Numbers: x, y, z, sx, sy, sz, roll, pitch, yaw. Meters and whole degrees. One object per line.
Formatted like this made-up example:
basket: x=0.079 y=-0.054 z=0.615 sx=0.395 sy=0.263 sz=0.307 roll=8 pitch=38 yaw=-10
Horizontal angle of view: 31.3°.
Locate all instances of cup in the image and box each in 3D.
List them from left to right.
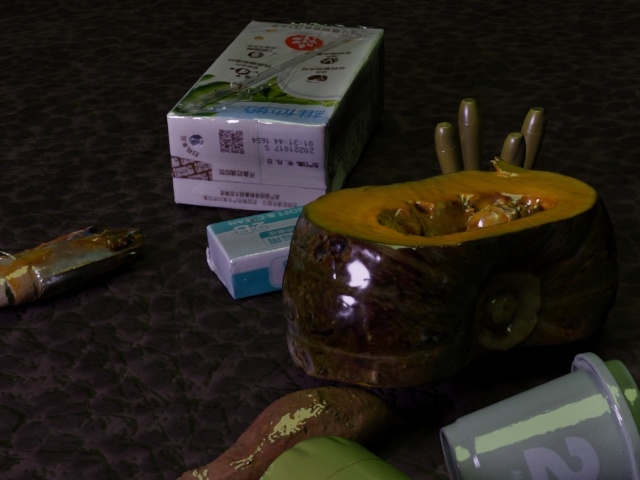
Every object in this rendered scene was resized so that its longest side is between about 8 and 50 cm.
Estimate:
cup: x=0.162 y=0.149 z=0.821 sx=0.141 sy=0.120 sz=0.120 roll=-14 pitch=27 yaw=-1

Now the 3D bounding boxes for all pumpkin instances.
pumpkin: x=0.104 y=0.022 z=1.014 sx=0.317 sy=0.139 sz=0.221 roll=-15 pitch=22 yaw=-30

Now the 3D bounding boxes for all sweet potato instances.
sweet potato: x=-0.028 y=0.153 z=0.880 sx=0.226 sy=0.068 sz=0.068 roll=-16 pitch=30 yaw=-24

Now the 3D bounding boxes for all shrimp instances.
shrimp: x=-0.281 y=0.022 z=1.181 sx=0.217 sy=0.051 sz=0.115 roll=-20 pitch=29 yaw=-26

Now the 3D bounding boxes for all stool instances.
stool: x=0.190 y=-0.088 z=1.280 sx=0.135 sy=0.111 sz=0.134 roll=-10 pitch=27 yaw=-16

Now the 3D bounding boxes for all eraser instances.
eraser: x=0.000 y=0.000 z=1.190 sx=0.225 sy=0.052 sz=0.095 roll=-11 pitch=26 yaw=-16

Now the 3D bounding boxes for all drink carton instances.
drink carton: x=-0.042 y=-0.159 z=1.419 sx=0.194 sy=0.132 sz=0.324 roll=5 pitch=30 yaw=14

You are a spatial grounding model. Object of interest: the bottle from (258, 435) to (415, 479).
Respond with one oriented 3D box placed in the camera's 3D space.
bottle: x=0.068 y=0.218 z=0.688 sx=0.112 sy=0.112 sz=0.260 roll=-23 pitch=34 yaw=-34
